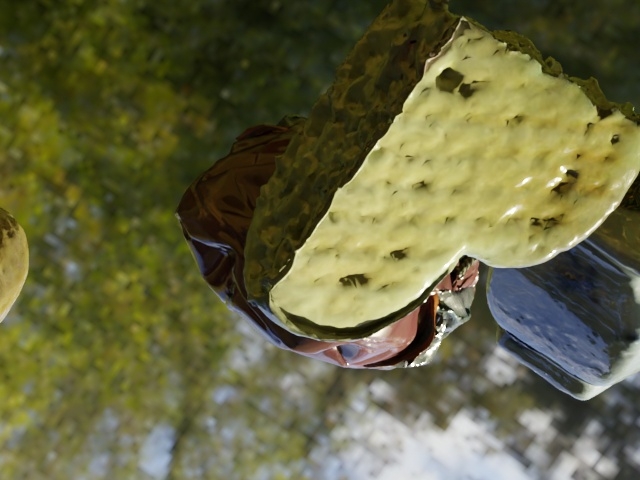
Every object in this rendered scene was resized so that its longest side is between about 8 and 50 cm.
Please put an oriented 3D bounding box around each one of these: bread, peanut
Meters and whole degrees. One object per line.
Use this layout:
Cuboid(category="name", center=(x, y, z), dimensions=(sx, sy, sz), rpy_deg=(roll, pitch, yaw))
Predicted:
Cuboid(category="bread", center=(0.055, -0.047, 0.984), dimensions=(0.064, 0.232, 0.172), rpy_deg=(44, 152, 51))
Cuboid(category="peanut", center=(-0.388, 0.060, 2.025), dimensions=(0.129, 0.129, 0.224), rpy_deg=(33, -125, -6))

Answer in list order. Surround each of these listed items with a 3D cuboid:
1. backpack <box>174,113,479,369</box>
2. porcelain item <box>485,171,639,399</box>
Cuboid(category="backpack", center=(0.000, 0.000, 1.854), dimensions=(0.283, 0.197, 0.317), rpy_deg=(45, -164, 13))
Cuboid(category="porcelain item", center=(0.304, 0.027, 2.122), dimensions=(0.243, 0.178, 0.405), rpy_deg=(35, 160, 12))
